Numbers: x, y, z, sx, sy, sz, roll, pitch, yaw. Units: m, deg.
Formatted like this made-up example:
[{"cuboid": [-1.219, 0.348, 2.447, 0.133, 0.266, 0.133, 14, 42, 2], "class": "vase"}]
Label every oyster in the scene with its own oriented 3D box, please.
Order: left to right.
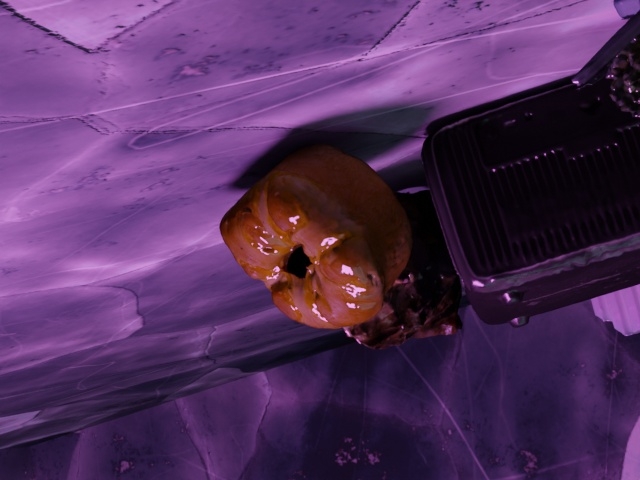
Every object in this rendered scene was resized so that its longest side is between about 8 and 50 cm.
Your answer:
[{"cuboid": [0.105, 0.025, 1.738, 0.096, 0.221, 0.361, -35, 163, 31], "class": "oyster"}]

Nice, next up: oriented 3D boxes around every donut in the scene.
[{"cuboid": [0.000, 0.000, 1.499, 0.128, 0.208, 0.261, -45, -171, -25], "class": "donut"}]

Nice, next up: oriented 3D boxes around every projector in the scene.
[{"cuboid": [0.356, -0.053, 1.660, 0.395, 0.242, 0.405, -16, 168, 8], "class": "projector"}]

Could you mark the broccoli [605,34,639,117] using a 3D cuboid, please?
[{"cuboid": [0.461, -0.172, 1.354, 0.248, 0.288, 0.245, -57, 176, 11], "class": "broccoli"}]

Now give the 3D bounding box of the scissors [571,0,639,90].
[{"cuboid": [0.278, -0.191, 1.033, 0.191, 0.029, 0.360, -25, -167, 43], "class": "scissors"}]

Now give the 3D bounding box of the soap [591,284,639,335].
[{"cuboid": [0.475, -0.001, 1.971, 0.095, 0.289, 0.173, -10, 167, -21], "class": "soap"}]
